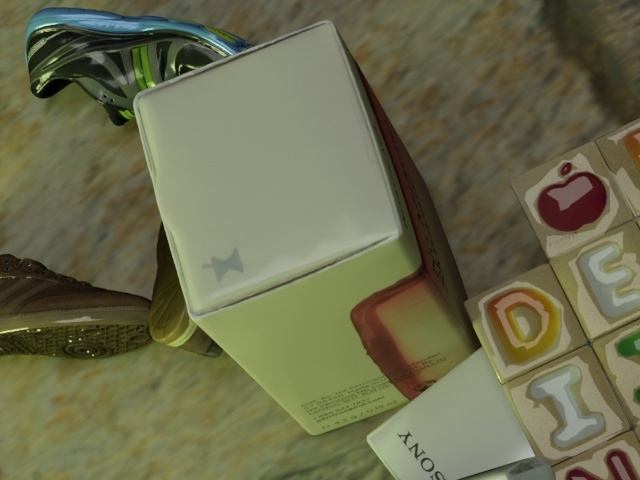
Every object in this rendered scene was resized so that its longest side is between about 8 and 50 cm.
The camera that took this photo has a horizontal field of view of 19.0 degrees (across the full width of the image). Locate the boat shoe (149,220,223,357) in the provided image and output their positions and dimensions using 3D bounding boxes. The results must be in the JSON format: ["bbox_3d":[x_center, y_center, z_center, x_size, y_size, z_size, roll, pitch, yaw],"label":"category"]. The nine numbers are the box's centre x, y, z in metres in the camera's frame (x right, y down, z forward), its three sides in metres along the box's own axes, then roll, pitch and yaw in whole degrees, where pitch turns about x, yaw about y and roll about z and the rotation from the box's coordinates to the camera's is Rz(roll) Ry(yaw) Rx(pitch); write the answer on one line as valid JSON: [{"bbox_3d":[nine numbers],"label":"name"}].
[{"bbox_3d":[-0.076,0.012,1.255,0.056,0.049,0.152,-27,40,39],"label":"boat shoe"}]

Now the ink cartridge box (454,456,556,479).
[{"bbox_3d":[0.076,0.258,1.075,0.189,0.066,0.232,-23,83,35],"label":"ink cartridge box"}]

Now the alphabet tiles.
[{"bbox_3d":[0.255,0.070,1.087,0.285,0.011,0.342,-26,67,4],"label":"alphabet tiles"}]

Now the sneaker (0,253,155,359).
[{"bbox_3d":[-0.195,0.038,1.268,0.188,0.066,0.071,-4,66,14],"label":"sneaker"}]

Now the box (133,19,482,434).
[{"bbox_3d":[0.000,0.000,1.133,0.127,0.232,0.149,-21,64,8],"label":"box"}]

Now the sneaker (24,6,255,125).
[{"bbox_3d":[-0.117,-0.116,1.320,0.188,0.067,0.078,7,91,17],"label":"sneaker"}]

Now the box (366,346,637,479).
[{"bbox_3d":[0.220,0.110,1.122,0.322,0.058,0.232,-39,63,-1],"label":"box"}]
